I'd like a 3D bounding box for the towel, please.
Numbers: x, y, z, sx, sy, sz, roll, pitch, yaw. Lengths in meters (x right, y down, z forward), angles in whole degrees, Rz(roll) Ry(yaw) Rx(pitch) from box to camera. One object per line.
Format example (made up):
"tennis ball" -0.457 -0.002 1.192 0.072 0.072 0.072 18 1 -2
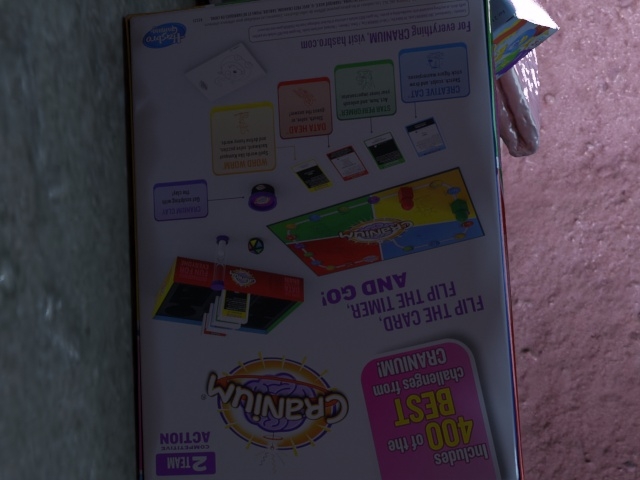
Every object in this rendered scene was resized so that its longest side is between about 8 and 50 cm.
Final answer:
"towel" 0.190 -0.294 1.191 0.317 0.053 0.332 64 22 -21

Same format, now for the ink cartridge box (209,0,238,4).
"ink cartridge box" -0.071 -0.209 0.912 0.179 0.045 0.145 -103 180 -57

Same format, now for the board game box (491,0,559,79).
"board game box" 0.047 -0.242 0.839 0.275 0.144 0.142 56 26 10

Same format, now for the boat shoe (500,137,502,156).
"boat shoe" 0.211 -0.161 1.288 0.048 0.056 0.153 67 28 -65

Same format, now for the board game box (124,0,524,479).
"board game box" 0.000 0.000 0.653 0.064 0.242 0.317 27 60 -76
